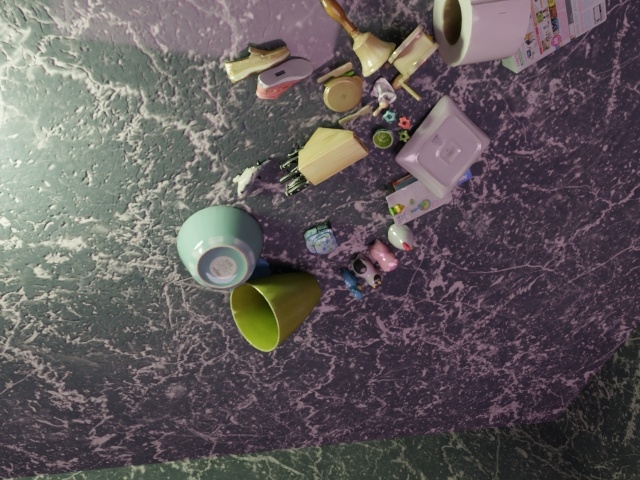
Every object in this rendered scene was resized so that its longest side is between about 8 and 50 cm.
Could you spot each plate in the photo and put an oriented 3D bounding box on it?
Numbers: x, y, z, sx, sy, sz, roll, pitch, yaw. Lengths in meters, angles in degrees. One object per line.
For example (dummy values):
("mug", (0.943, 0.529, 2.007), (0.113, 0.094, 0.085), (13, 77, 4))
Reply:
("plate", (0.438, -0.312, 1.672), (0.278, 0.045, 0.277), (33, 101, -29))

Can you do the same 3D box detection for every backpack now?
("backpack", (0.000, 0.000, 1.825), (0.114, 0.084, 0.105), (-19, 129, 3))

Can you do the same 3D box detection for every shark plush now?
("shark plush", (-0.230, -0.218, 1.621), (0.161, 0.073, 0.067), (-57, 144, 4))

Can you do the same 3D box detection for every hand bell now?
("hand bell", (0.087, -0.598, 1.366), (0.242, 0.126, 0.126), (38, 111, -24))

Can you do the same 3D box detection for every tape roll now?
("tape roll", (0.439, -0.622, 1.337), (0.169, 0.246, 0.246), (-11, 130, -8))

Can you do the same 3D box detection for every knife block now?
("knife block", (-0.010, -0.237, 1.532), (0.088, 0.276, 0.242), (40, 80, -37))

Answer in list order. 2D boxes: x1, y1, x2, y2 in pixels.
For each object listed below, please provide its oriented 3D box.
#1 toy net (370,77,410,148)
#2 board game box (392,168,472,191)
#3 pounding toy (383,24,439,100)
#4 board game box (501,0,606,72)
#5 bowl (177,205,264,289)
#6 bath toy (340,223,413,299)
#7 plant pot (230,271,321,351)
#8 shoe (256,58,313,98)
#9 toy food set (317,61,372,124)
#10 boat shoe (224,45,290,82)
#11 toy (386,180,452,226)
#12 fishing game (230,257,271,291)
("toy net", (0.223, -0.408, 1.553), (0.122, 0.045, 0.232), (2, 134, 17))
("board game box", (0.418, -0.226, 1.798), (0.281, 0.027, 0.145), (-28, 129, 7))
("pounding toy", (0.292, -0.517, 1.400), (0.155, 0.269, 0.154), (44, 93, -7))
("board game box", (0.683, -0.689, 1.451), (0.303, 0.097, 0.224), (-30, 129, 7))
("bowl", (-0.345, 0.050, 1.687), (0.311, 0.163, 0.311), (-6, 120, -10))
("bath toy", (0.245, 0.083, 1.935), (0.151, 0.129, 0.348), (31, 114, -34))
("plant pot", (-0.146, 0.236, 1.853), (0.293, 0.275, 0.275), (-24, 141, -42))
("shoe", (-0.109, -0.476, 1.424), (0.178, 0.063, 0.081), (-27, 172, -21))
("toy food set", (0.074, -0.461, 1.505), (0.132, 0.038, 0.192), (-22, 137, 12))
("boat shoe", (-0.181, -0.516, 1.366), (0.190, 0.068, 0.072), (-24, 116, 2))
("toy", (0.356, -0.162, 1.771), (0.237, 0.056, 0.137), (-28, 120, -6))
("fishing game", (-0.284, 0.131, 1.881), (0.189, 0.041, 0.264), (-18, 126, -11))
